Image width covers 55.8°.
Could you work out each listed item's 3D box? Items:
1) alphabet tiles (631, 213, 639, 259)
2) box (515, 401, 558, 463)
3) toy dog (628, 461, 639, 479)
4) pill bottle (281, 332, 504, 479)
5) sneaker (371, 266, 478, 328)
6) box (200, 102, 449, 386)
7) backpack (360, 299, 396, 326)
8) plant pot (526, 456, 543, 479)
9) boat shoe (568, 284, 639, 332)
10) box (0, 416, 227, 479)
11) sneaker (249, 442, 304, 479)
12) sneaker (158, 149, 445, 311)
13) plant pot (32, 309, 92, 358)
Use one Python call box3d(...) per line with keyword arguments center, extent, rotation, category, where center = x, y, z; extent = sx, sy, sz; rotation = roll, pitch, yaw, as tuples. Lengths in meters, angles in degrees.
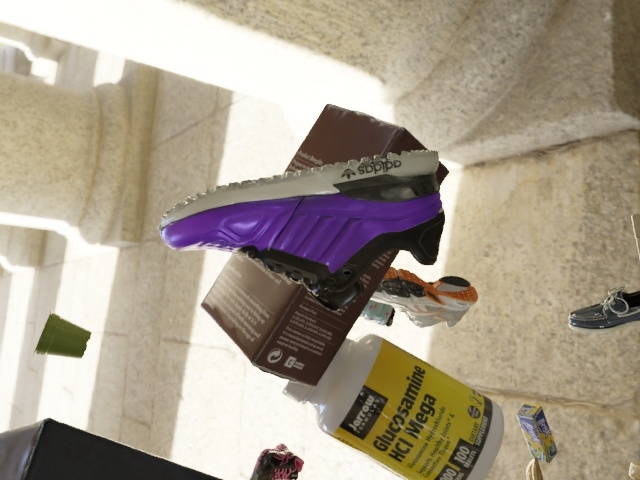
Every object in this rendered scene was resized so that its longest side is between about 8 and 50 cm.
box3d(center=(0.579, 0.038, 0.839), extent=(0.237, 0.009, 0.199), rotation=(-7, 65, 18), category="alphabet tiles")
box3d(center=(0.620, 0.551, 1.732), extent=(0.059, 0.054, 0.169), rotation=(-1, 118, 53), category="box")
box3d(center=(0.867, 0.651, 1.437), extent=(0.333, 0.160, 0.220), rotation=(-14, 74, 37), category="toy dog")
box3d(center=(0.113, 0.273, 1.000), extent=(0.188, 0.333, 0.188), rotation=(-61, -3, -5), category="pill bottle")
box3d(center=(0.196, 0.136, 1.282), extent=(0.099, 0.262, 0.121), rotation=(-94, 18, -54), category="sneaker")
box3d(center=(0.000, 0.000, 0.912), extent=(0.191, 0.143, 0.382), rotation=(34, 93, 50), category="box")
box3d(center=(0.167, 0.182, 1.770), extent=(0.182, 0.115, 0.152), rotation=(-77, 0, -78), category="backpack")
box3d(center=(0.596, 0.715, 1.641), extent=(0.032, 0.236, 0.237), rotation=(-13, 69, 20), category="plant pot")
box3d(center=(0.675, 0.146, 1.334), extent=(0.254, 0.095, 0.079), rotation=(-12, 111, 33), category="boat shoe")
box3d(center=(-0.366, 0.500, 0.870), extent=(0.471, 0.480, 0.298), rotation=(-20, 48, 31), category="box")
box3d(center=(-0.059, 0.332, 0.880), extent=(0.057, 0.119, 0.047), rotation=(26, 96, 21), category="sneaker")
box3d(center=(-0.017, 0.004, 0.605), extent=(0.102, 0.293, 0.146), rotation=(-36, -65, -79), category="sneaker")
box3d(center=(-0.449, 0.173, 1.062), extent=(0.083, 0.079, 0.083), rotation=(-51, 27, 38), category="plant pot")
